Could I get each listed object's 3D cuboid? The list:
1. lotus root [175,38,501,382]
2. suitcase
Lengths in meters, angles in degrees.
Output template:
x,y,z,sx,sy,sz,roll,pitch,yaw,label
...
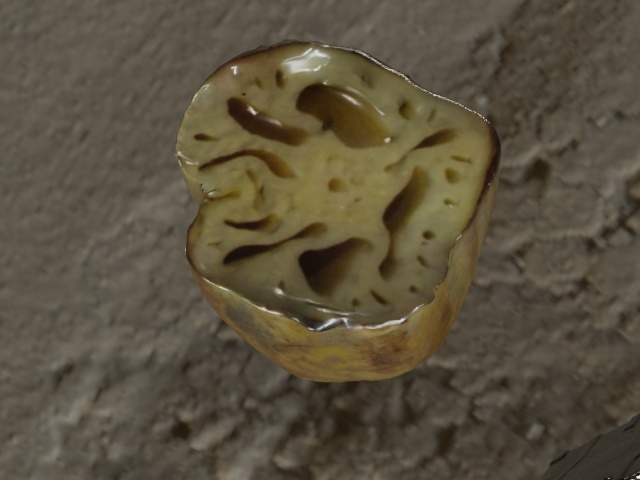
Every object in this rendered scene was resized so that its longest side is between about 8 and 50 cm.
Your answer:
x,y,z,sx,sy,sz,roll,pitch,yaw,label
0.000,0.001,1.034,0.199,0.180,0.188,29,63,13,lotus root
0.313,0.250,1.715,0.066,0.206,0.285,52,134,-2,suitcase
